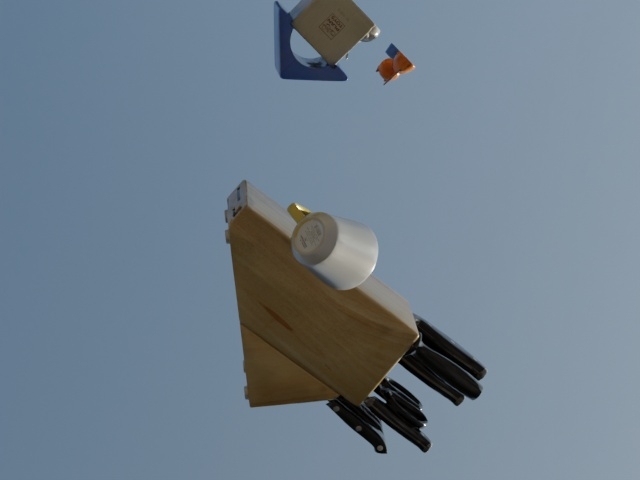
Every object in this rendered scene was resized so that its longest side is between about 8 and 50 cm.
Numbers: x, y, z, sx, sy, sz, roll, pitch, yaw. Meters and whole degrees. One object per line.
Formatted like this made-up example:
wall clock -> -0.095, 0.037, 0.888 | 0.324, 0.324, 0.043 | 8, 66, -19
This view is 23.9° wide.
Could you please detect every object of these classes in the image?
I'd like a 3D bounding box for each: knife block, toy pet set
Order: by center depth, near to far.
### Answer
toy pet set -> -0.001, -0.130, 0.978 | 0.065, 0.114, 0.122 | -44, -74, 7
knife block -> 0.040, 0.072, 1.454 | 0.242, 0.275, 0.088 | -7, -160, -3

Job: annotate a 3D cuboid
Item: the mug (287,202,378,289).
mug -> 0.001, 0.004, 1.300 | 0.078, 0.064, 0.062 | 10, -100, 36
